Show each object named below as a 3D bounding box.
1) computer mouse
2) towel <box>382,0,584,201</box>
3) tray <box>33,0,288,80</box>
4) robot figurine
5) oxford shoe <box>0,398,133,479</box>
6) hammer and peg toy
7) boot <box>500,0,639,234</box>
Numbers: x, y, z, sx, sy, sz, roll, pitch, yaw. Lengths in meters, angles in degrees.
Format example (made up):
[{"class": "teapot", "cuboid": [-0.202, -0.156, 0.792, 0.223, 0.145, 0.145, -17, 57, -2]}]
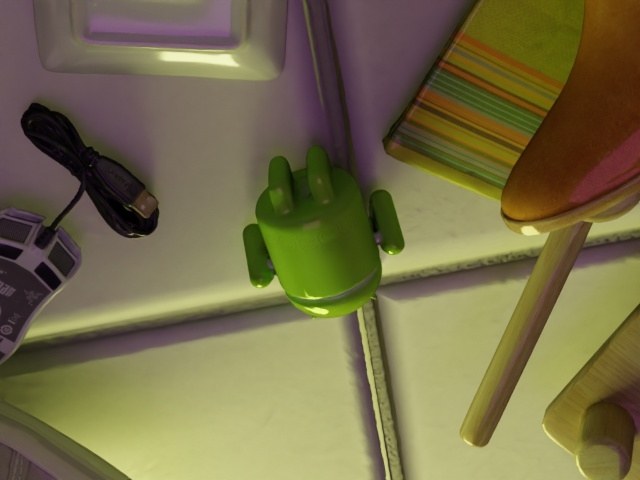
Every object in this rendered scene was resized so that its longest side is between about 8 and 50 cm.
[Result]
[{"class": "computer mouse", "cuboid": [-0.193, 0.010, 0.603, 0.193, 0.042, 0.106, -44, 121, 14]}, {"class": "towel", "cuboid": [0.136, -0.132, 0.560, 0.102, 0.021, 0.237, 20, 117, -24]}, {"class": "tray", "cuboid": [-0.081, -0.205, 0.483, 0.145, 0.030, 0.270, 1, 122, -8]}, {"class": "robot figurine", "cuboid": [0.000, 0.000, 0.599, 0.101, 0.067, 0.115, -16, 123, 5]}, {"class": "oxford shoe", "cuboid": [-0.278, 0.145, 0.597, 0.449, 0.130, 0.169, 34, 144, -21]}, {"class": "hammer and peg toy", "cuboid": [0.272, 0.083, 0.628, 0.361, 0.127, 0.266, 35, 117, 6]}, {"class": "boot", "cuboid": [0.149, -0.166, 0.468, 0.295, 0.104, 0.211, -44, 112, 3]}]
